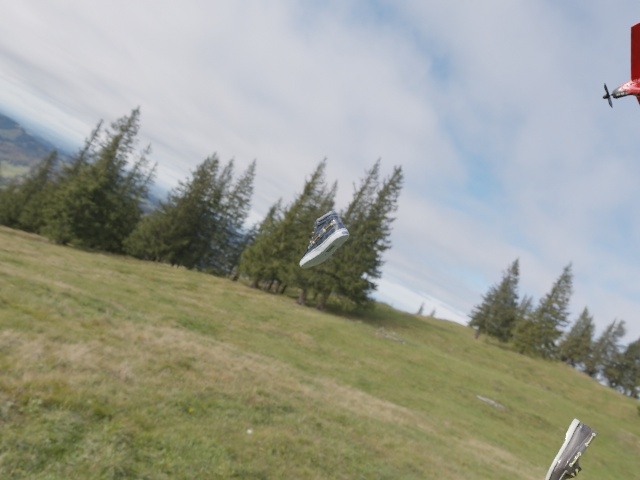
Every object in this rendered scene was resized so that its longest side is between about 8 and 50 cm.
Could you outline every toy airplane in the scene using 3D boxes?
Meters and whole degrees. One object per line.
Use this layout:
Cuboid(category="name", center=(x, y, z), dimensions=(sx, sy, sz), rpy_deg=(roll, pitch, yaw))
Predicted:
Cuboid(category="toy airplane", center=(0.392, -0.176, 0.525), dimensions=(0.151, 0.028, 0.151), rpy_deg=(13, -35, 9))

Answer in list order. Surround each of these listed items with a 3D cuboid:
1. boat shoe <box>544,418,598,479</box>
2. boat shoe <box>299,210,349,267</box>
Cuboid(category="boat shoe", center=(0.683, 0.604, 1.326), dimensions=(0.069, 0.227, 0.081), rpy_deg=(26, -21, 33))
Cuboid(category="boat shoe", center=(0.000, 0.000, 1.309), dimensions=(0.065, 0.183, 0.083), rpy_deg=(4, 54, -47))
